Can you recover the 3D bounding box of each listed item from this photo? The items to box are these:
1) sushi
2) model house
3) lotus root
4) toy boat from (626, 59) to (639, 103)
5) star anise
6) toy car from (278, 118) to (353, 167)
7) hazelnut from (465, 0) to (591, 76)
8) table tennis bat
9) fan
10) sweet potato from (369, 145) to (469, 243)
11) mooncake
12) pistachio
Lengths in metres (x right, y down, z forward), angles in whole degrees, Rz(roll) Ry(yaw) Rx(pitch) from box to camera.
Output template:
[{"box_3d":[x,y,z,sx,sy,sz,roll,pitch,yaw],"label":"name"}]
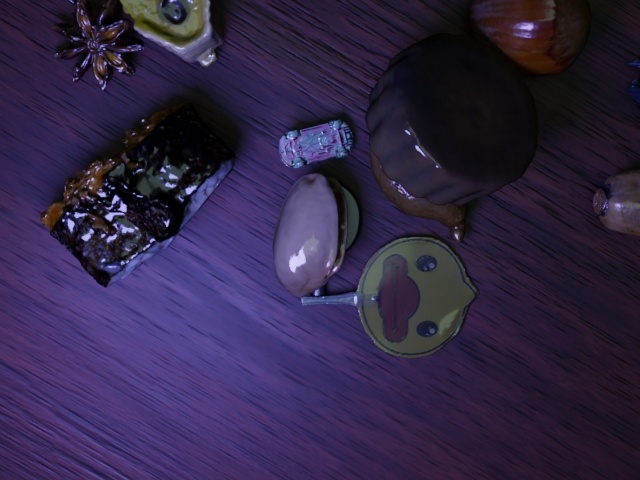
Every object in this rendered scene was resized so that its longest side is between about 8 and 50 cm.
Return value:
[{"box_3d":[-0.316,-0.085,1.750,0.348,0.234,0.207,-43,94,-1],"label":"sushi"},{"box_3d":[-0.248,-0.417,1.730,0.175,0.193,0.234,-37,94,1],"label":"model house"},{"box_3d":[0.604,-0.068,1.799,0.220,0.118,0.125,1,113,3],"label":"lotus root"},{"box_3d":[0.651,-0.329,1.780,0.246,0.093,0.103,-39,102,5],"label":"toy boat"},{"box_3d":[-0.403,-0.385,1.780,0.177,0.073,0.234,-2,118,12],"label":"star anise"},{"box_3d":[-0.010,-0.175,1.821,0.142,0.055,0.069,-15,97,-12],"label":"toy car"},{"box_3d":[0.364,-0.384,1.731,0.210,0.186,0.210,-9,113,-22],"label":"hazelnut"},{"box_3d":[0.000,0.000,1.854,0.150,0.027,0.236,2,95,2],"label":"table tennis bat"},{"box_3d":[0.131,0.108,1.855,0.335,0.011,0.230,-3,96,-5],"label":"fan"},{"box_3d":[0.165,-0.118,1.805,0.124,0.098,0.310,-34,92,-25],"label":"sweet potato"},{"box_3d":[0.215,-0.201,1.713,0.290,0.161,0.290,8,70,-24],"label":"mooncake"},{"box_3d":[-0.019,-0.009,1.783,0.152,0.126,0.223,18,93,38],"label":"pistachio"}]
